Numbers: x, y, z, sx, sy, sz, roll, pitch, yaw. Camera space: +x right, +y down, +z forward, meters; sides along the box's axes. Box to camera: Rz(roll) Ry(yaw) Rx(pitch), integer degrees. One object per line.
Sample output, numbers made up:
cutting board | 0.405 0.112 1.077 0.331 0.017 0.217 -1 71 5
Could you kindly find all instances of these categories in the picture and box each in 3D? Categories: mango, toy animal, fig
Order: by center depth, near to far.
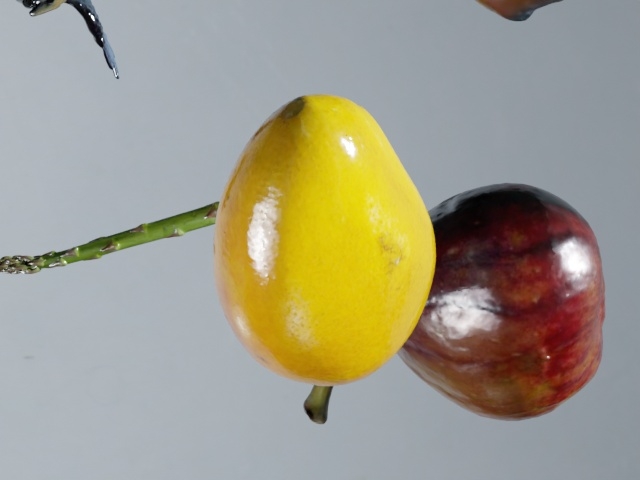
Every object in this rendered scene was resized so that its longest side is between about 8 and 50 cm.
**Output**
mango | 0.000 0.000 0.890 0.144 0.112 0.219 -32 138 -19
toy animal | -0.220 -0.205 1.100 0.062 0.108 0.220 -49 134 -10
fig | 0.110 0.046 1.199 0.204 0.249 0.186 78 18 -52

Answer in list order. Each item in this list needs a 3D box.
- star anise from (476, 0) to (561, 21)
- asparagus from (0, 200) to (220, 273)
star anise | 0.184 -0.287 0.841 0.148 0.237 0.346 29 90 -7
asparagus | -0.214 0.002 1.468 0.248 0.024 0.025 -15 61 3
